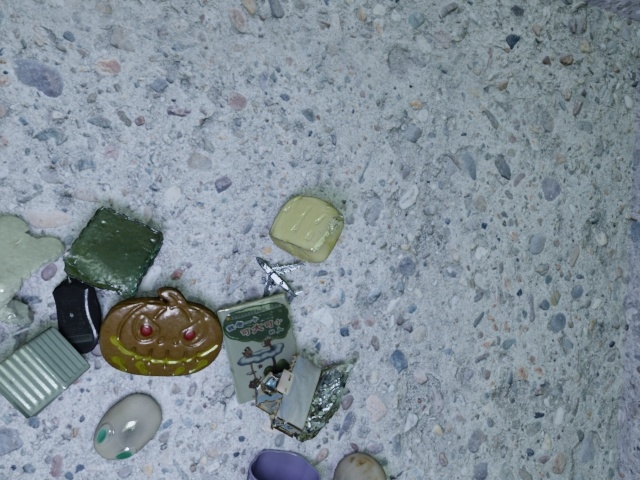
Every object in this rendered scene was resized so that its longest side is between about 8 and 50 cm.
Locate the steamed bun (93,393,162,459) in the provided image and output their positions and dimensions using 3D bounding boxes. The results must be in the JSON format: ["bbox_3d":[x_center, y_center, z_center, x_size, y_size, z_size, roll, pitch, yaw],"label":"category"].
[{"bbox_3d":[-0.645,0.630,1.478,0.228,0.131,0.177,-39,101,-17],"label":"steamed bun"}]

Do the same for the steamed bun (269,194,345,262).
[{"bbox_3d":[-0.037,-0.038,1.657,0.273,0.166,0.232,19,72,27],"label":"steamed bun"}]

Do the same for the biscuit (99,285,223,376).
[{"bbox_3d":[-0.525,0.317,1.484,0.394,0.070,0.350,4,114,-20],"label":"biscuit"}]

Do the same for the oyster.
[{"bbox_3d":[0.004,0.598,1.686,0.351,0.158,0.162,-50,137,0],"label":"oyster"}]

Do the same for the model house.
[{"bbox_3d":[-0.140,0.549,1.585,0.178,0.206,0.271,36,51,-21],"label":"model house"}]

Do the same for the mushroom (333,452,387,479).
[{"bbox_3d":[0.151,0.944,1.706,0.207,0.207,0.215,-13,126,-18],"label":"mushroom"}]

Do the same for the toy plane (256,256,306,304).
[{"bbox_3d":[-0.164,0.145,1.689,0.226,0.058,0.226,-45,101,2],"label":"toy plane"}]

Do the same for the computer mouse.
[{"bbox_3d":[-0.795,0.238,1.467,0.147,0.088,0.264,-6,98,10],"label":"computer mouse"}]

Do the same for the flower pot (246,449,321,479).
[{"bbox_3d":[-0.148,0.930,1.572,0.265,0.265,0.243,11,95,-17],"label":"flower pot"}]

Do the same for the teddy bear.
[{"bbox_3d":[-1.052,0.169,1.385,0.327,0.375,0.362,34,120,-14],"label":"teddy bear"}]

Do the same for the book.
[{"bbox_3d":[-0.220,0.400,1.646,0.260,0.043,0.371,-14,100,-18],"label":"book"}]

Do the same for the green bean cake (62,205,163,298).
[{"bbox_3d":[-0.675,0.045,1.454,0.241,0.132,0.255,28,55,-16],"label":"green bean cake"}]

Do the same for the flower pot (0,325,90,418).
[{"bbox_3d":[-0.870,0.407,1.372,0.189,0.239,0.209,50,48,-8],"label":"flower pot"}]
